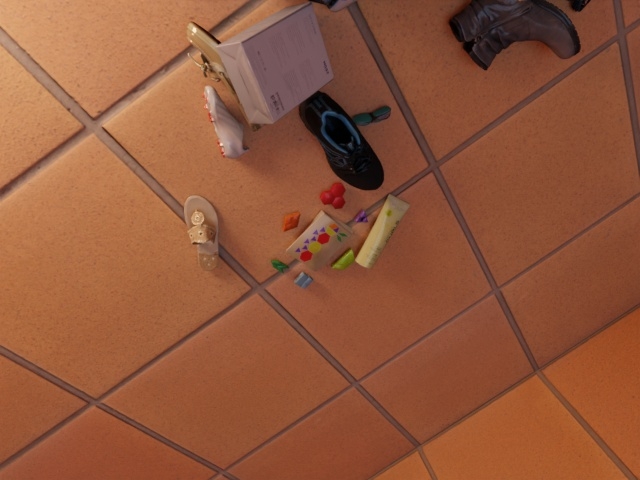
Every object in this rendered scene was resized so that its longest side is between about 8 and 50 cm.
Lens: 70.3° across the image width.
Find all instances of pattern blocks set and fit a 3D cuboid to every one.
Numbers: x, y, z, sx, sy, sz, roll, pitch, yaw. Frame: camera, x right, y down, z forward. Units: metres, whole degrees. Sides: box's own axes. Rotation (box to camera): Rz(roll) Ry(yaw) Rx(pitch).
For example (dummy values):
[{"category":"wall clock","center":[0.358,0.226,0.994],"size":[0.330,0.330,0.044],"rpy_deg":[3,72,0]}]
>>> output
[{"category":"pattern blocks set","center":[0.000,0.000,1.403],"size":[0.325,0.026,0.285],"rpy_deg":[-38,125,6]}]

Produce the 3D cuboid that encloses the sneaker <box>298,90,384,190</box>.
[{"category":"sneaker","center":[0.070,-0.237,1.213],"size":[0.125,0.139,0.341],"rpy_deg":[-42,125,7]}]

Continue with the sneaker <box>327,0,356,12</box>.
[{"category":"sneaker","center":[0.123,-0.596,1.044],"size":[0.237,0.085,0.086],"rpy_deg":[-35,120,6]}]

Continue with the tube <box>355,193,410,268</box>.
[{"category":"tube","center":[0.192,-0.025,1.434],"size":[0.240,0.062,0.070],"rpy_deg":[-61,162,8]}]

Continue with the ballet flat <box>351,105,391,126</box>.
[{"category":"ballet flat","center":[0.140,-0.332,1.243],"size":[0.115,0.041,0.041],"rpy_deg":[-20,124,-5]}]

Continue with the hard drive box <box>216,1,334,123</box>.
[{"category":"hard drive box","center":[-0.091,-0.398,1.023],"size":[0.232,0.089,0.181],"rpy_deg":[-45,131,-31]}]

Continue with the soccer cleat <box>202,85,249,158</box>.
[{"category":"soccer cleat","center":[-0.234,-0.294,1.125],"size":[0.076,0.068,0.196],"rpy_deg":[-22,132,-11]}]

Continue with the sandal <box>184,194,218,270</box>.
[{"category":"sandal","center":[-0.320,-0.005,1.261],"size":[0.088,0.079,0.239],"rpy_deg":[-10,123,-13]}]

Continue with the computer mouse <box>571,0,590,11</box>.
[{"category":"computer mouse","center":[0.645,-0.719,1.152],"size":[0.273,0.072,0.188],"rpy_deg":[11,117,-24]}]

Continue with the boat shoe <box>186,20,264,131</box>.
[{"category":"boat shoe","center":[-0.212,-0.372,1.057],"size":[0.089,0.104,0.285],"rpy_deg":[-39,126,9]}]

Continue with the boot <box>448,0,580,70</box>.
[{"category":"boot","center":[0.508,-0.540,1.206],"size":[0.338,0.118,0.222],"rpy_deg":[34,108,-21]}]

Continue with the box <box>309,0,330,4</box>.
[{"category":"box","center":[0.011,-0.598,0.960],"size":[0.093,0.158,0.156],"rpy_deg":[32,105,-31]}]
